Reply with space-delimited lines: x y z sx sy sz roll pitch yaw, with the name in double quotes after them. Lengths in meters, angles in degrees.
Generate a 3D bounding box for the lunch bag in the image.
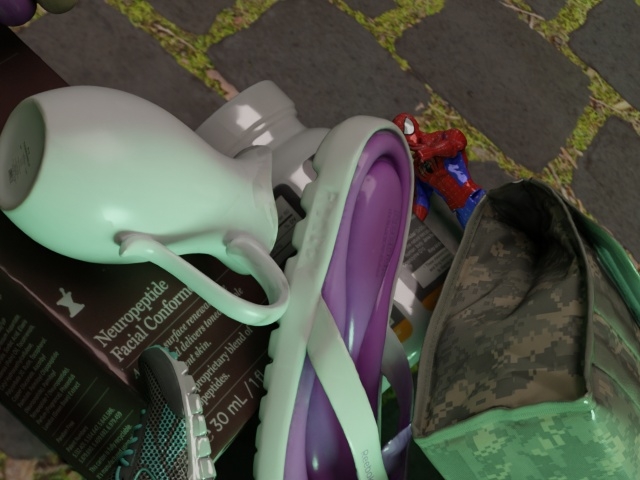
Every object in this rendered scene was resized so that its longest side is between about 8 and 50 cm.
0.202 0.110 1.095 0.235 0.169 0.287 56 29 -31 "lunch bag"

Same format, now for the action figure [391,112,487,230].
0.151 -0.016 1.394 0.280 0.091 0.139 51 36 9 "action figure"

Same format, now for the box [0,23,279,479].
-0.200 0.023 1.090 0.381 0.143 0.191 41 44 2 "box"

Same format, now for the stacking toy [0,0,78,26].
-0.356 -0.173 1.023 0.330 0.141 0.141 -26 70 -4 "stacking toy"

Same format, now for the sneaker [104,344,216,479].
-0.113 0.151 0.930 0.076 0.065 0.166 -7 64 -16 "sneaker"

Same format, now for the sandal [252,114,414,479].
0.033 0.112 1.050 0.169 0.102 0.416 -1 96 -59 "sandal"

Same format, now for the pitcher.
-0.121 -0.021 0.988 0.207 0.125 0.178 15 36 -37 "pitcher"

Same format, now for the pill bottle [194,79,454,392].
0.000 0.000 1.227 0.278 0.162 0.162 48 44 6 "pill bottle"
